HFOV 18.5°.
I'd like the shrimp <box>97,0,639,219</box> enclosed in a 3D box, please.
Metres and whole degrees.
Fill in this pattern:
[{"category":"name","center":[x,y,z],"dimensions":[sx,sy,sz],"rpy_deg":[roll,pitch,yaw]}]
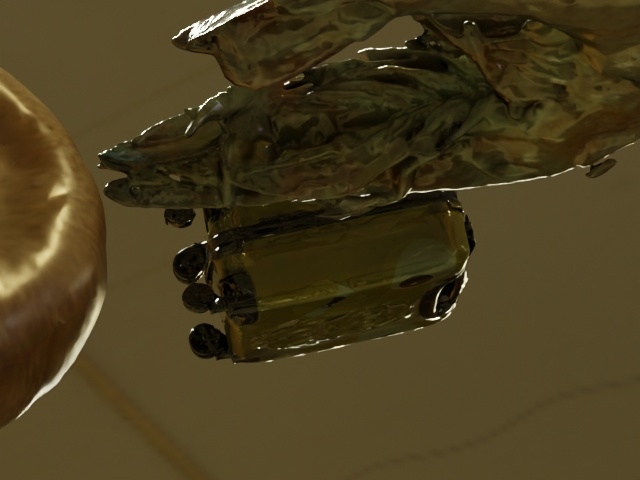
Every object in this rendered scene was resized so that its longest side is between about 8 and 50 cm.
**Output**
[{"category":"shrimp","center":[0.037,-0.081,0.968],"dimensions":[0.360,0.085,0.247],"rpy_deg":[-13,-21,23]}]

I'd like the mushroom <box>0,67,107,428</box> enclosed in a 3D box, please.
[{"category":"mushroom","center":[-0.216,-0.024,0.724],"dimensions":[0.278,0.278,0.146],"rpy_deg":[21,-52,-11]}]

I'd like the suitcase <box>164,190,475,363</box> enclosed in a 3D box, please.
[{"category":"suitcase","center":[0.000,0.000,1.546],"dimensions":[0.235,0.143,0.194],"rpy_deg":[-12,-16,-5]}]
